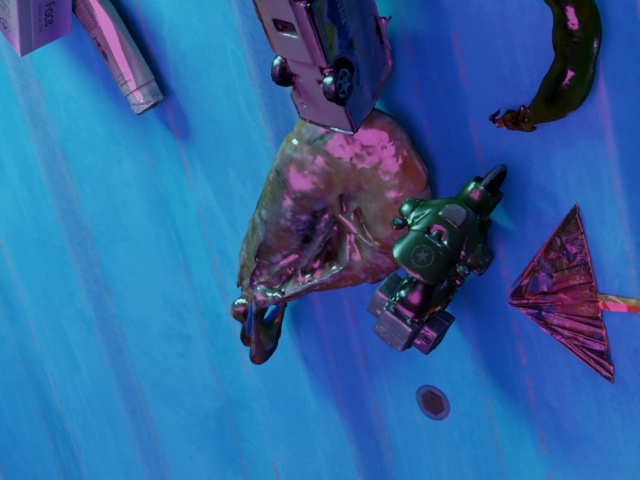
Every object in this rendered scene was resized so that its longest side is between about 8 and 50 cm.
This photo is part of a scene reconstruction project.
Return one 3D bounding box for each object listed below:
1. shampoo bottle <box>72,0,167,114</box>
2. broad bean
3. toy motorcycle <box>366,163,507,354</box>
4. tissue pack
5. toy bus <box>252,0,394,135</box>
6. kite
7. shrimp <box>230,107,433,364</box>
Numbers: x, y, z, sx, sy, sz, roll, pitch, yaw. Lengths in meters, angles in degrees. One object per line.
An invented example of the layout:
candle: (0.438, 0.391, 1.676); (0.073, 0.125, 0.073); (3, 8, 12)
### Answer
shampoo bottle: (-0.293, -0.278, 1.783); (0.072, 0.049, 0.212); (-27, 96, 50)
broad bean: (0.237, -0.248, 1.371); (0.144, 0.049, 0.292); (10, 120, 36)
toy motorcycle: (0.137, 0.033, 1.518); (0.124, 0.187, 0.275); (37, 133, 16)
tissue pack: (-0.451, -0.399, 1.765); (0.246, 0.092, 0.148); (51, 155, 15)
toy bus: (-0.005, -0.273, 1.434); (0.112, 0.138, 0.317); (22, 150, 33)
kite: (0.303, 0.065, 1.523); (0.183, 0.014, 0.241); (5, 115, 36)
shrimp: (0.000, 0.000, 1.681); (0.221, 0.110, 0.446); (37, 129, 6)
